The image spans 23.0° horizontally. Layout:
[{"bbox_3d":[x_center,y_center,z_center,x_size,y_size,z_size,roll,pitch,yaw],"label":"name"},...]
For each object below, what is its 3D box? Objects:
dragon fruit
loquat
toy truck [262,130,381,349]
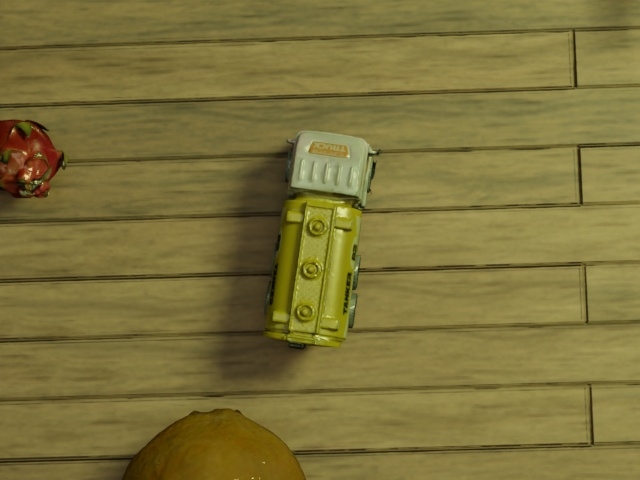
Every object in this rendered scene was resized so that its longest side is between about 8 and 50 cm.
[{"bbox_3d":[-0.321,-0.089,1.633,0.116,0.086,0.081,24,55,40],"label":"dragon fruit"},{"bbox_3d":[-0.105,0.281,1.542,0.187,0.176,0.234,6,80,19],"label":"loquat"},{"bbox_3d":[0.000,0.000,1.594,0.098,0.114,0.226,8,83,3],"label":"toy truck"}]
